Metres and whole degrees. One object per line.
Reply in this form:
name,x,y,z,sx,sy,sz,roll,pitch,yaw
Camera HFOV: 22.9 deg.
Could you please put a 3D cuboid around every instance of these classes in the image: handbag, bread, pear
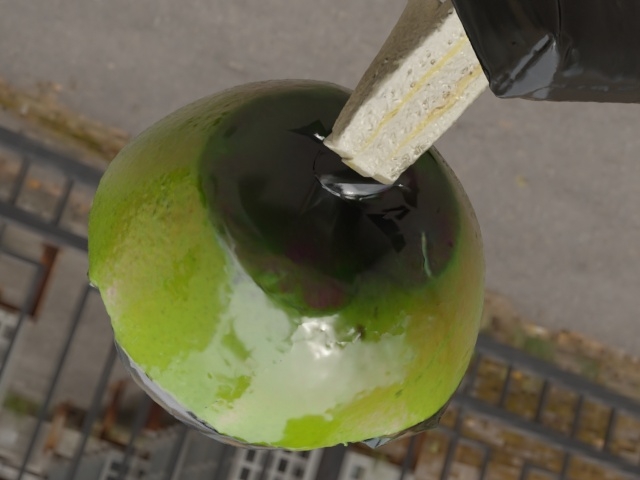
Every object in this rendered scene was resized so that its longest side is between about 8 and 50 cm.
handbag,0.182,-0.207,1.126,0.223,0.247,0.080,-3,151,-36
bread,0.083,-0.117,1.248,0.077,0.152,0.105,31,174,-25
pear,0.000,-0.005,1.415,0.398,0.399,0.165,23,148,-14
